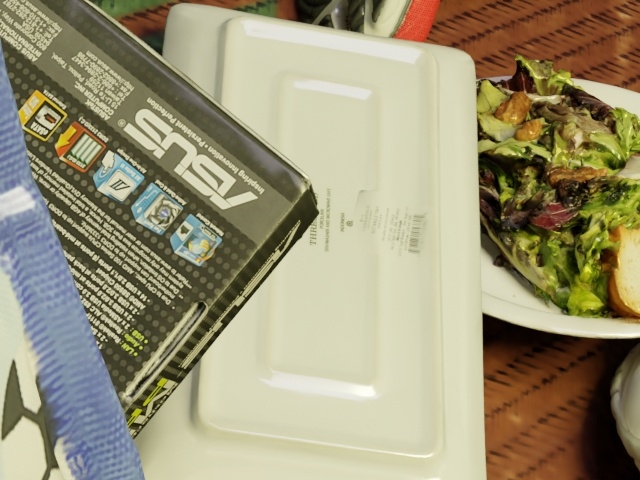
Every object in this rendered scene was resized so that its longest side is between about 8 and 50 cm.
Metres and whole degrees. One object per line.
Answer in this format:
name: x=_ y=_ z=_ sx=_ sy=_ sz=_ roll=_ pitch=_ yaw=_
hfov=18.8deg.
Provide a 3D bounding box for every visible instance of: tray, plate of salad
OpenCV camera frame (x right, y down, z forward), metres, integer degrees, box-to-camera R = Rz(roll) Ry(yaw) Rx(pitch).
tray: x=0.000 y=0.000 z=0.795 sx=0.145 sy=0.030 sz=0.270 roll=9 pitch=51 yaw=-9
plate of salad: x=0.116 y=-0.028 z=0.883 sx=0.200 sy=0.048 sz=0.200 roll=3 pitch=39 yaw=-2

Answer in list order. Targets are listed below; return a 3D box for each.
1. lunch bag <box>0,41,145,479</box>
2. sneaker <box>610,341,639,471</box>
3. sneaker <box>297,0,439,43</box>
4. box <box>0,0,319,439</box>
lunch bag: x=-0.285 y=0.069 z=0.399 sx=0.385 sy=0.239 sz=0.328 roll=4 pitch=32 yaw=28
sneaker: x=0.243 y=0.040 z=0.876 sx=0.297 sy=0.129 sz=0.111 roll=-23 pitch=67 yaw=-43
sneaker: x=0.071 y=-0.176 z=0.997 sx=0.118 sy=0.107 sz=0.279 roll=34 pitch=43 yaw=-17
box: x=-0.170 y=-0.015 z=0.614 sx=0.270 sy=0.216 sz=0.060 roll=38 pitch=-3 yaw=6
